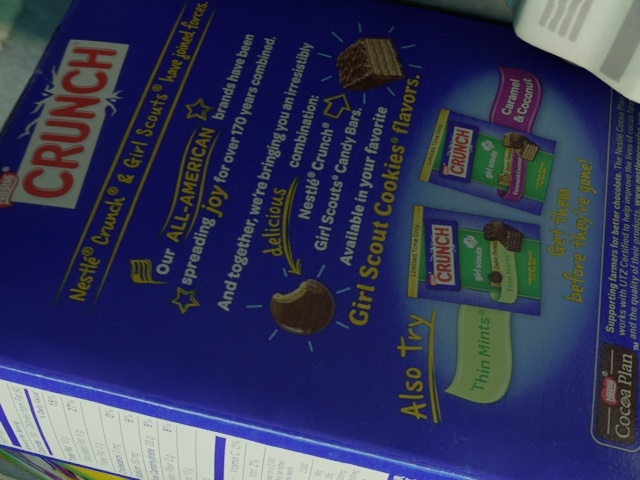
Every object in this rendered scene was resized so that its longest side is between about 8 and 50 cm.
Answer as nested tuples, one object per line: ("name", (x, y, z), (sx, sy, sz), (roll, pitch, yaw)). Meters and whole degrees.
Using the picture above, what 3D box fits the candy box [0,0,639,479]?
("candy box", (0.000, 0.000, 0.518), (0.317, 0.268, 0.122), (14, 145, 2))

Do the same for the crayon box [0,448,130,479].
("crayon box", (-0.222, 0.173, 0.953), (0.362, 0.106, 0.313), (20, 154, 26))

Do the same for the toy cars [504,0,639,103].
("toy cars", (0.109, -0.149, 0.410), (0.176, 0.087, 0.393), (-19, 136, 42))
